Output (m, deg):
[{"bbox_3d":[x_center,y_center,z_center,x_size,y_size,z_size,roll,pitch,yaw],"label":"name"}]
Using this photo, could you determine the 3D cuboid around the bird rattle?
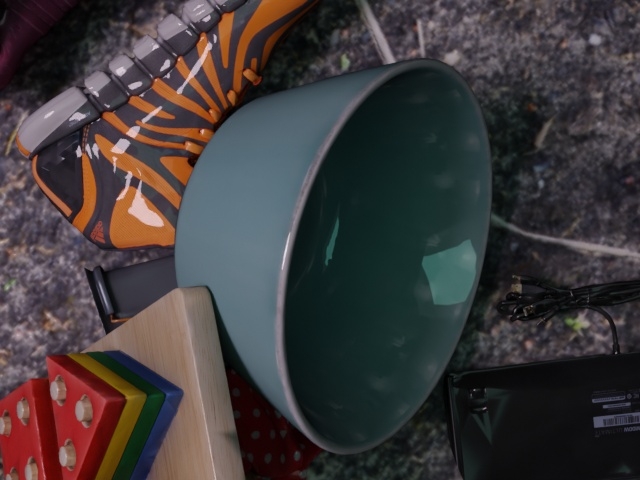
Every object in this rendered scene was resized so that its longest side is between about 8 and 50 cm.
[{"bbox_3d":[-0.112,0.233,0.875,0.206,0.143,0.254,5,85,18],"label":"bird rattle"}]

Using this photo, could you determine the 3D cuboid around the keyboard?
[{"bbox_3d":[0.270,0.121,0.913,0.317,0.033,0.202,-6,94,0],"label":"keyboard"}]

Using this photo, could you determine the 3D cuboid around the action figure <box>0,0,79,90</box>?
[{"bbox_3d":[-0.255,-0.229,0.881,0.275,0.248,0.370,40,88,-21],"label":"action figure"}]

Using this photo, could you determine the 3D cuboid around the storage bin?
[{"bbox_3d":[-0.146,0.074,0.897,0.091,0.098,0.135,-20,88,-10],"label":"storage bin"}]

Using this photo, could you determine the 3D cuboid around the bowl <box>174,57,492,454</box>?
[{"bbox_3d":[0.000,0.000,0.814,0.163,0.311,0.312,14,88,33],"label":"bowl"}]

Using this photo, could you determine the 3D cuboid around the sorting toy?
[{"bbox_3d":[-0.158,0.194,0.750,0.089,0.255,0.257,-1,70,-37],"label":"sorting toy"}]

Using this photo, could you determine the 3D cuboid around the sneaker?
[{"bbox_3d":[-0.097,-0.106,0.895,0.321,0.124,0.180,-34,92,10],"label":"sneaker"}]
